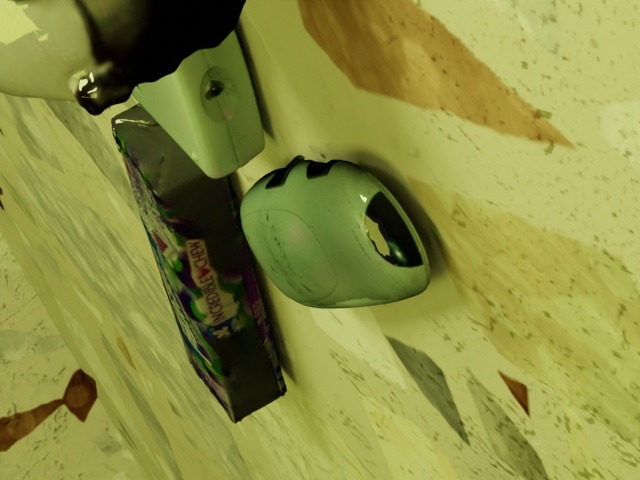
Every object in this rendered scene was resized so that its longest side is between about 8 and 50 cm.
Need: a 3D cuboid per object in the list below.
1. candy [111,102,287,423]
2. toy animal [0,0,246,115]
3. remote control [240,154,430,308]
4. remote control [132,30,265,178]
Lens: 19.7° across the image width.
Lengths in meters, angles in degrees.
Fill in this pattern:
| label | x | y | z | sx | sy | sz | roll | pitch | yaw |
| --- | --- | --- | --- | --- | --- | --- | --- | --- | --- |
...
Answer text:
| label | x | y | z | sx | sy | sz | roll | pitch | yaw |
| --- | --- | --- | --- | --- | --- | --- | --- | --- | --- |
| candy | -0.087 | 0.022 | 1.375 | 0.088 | 0.061 | 0.312 | 50 | 165 | 34 |
| toy animal | -0.140 | -0.191 | 0.870 | 0.187 | 0.165 | 0.235 | 13 | 140 | 38 |
| remote control | 0.002 | -0.001 | 1.066 | 0.097 | 0.045 | 0.256 | 58 | 163 | -5 |
| remote control | -0.152 | -0.183 | 1.169 | 0.344 | 0.050 | 0.145 | 47 | 163 | 36 |
